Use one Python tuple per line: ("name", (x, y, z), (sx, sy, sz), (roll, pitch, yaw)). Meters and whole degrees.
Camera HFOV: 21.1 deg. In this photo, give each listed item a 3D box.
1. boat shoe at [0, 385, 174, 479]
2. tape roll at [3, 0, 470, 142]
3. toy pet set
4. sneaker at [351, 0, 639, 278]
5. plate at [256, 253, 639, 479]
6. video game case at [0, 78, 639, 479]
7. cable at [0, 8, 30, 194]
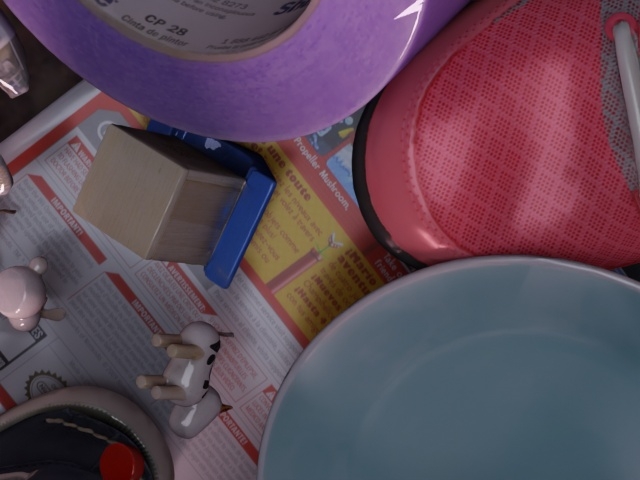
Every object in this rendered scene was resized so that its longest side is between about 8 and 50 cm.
("boat shoe", (-0.166, 0.145, 0.644), (0.254, 0.079, 0.095), (-28, 99, 18))
("tape roll", (-0.030, -0.130, 0.525), (0.189, 0.080, 0.189), (21, 134, 24))
("toy pet set", (-0.070, 0.012, 0.617), (0.122, 0.065, 0.114), (32, 102, 31))
("sneaker", (0.164, -0.059, 0.550), (0.314, 0.136, 0.116), (-13, 96, -5))
("plate", (0.071, 0.090, 0.586), (0.188, 0.024, 0.188), (5, 111, 13))
("video game case", (0.000, 0.000, 0.648), (0.285, 0.025, 0.204), (-36, 96, 9))
("cable", (-0.244, -0.103, 0.612), (0.257, 0.089, 0.257), (-19, 98, 7))
